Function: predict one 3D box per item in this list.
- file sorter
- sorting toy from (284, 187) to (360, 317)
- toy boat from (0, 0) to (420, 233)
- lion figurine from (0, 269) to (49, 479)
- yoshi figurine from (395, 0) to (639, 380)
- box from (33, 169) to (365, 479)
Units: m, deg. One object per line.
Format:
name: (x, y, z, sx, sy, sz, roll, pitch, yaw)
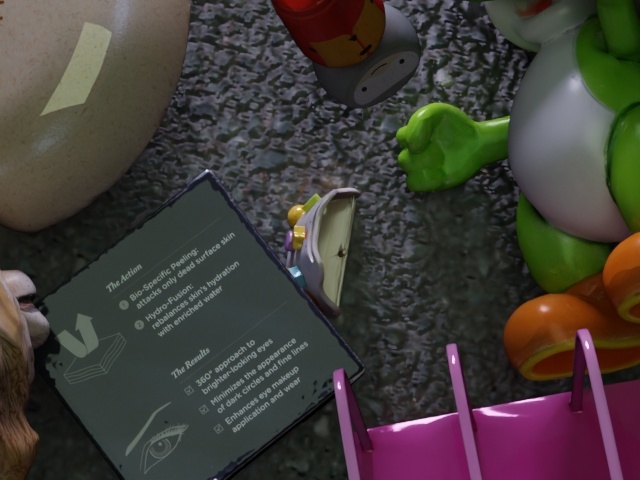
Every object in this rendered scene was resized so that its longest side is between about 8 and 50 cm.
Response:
file sorter: (0.163, 0.154, 0.973, 0.290, 0.182, 0.202, -11, 64, 3)
sorting toy: (0.000, 0.000, 1.088, 0.045, 0.075, 0.083, 10, 79, -3)
toy boat: (-0.104, -0.128, 1.061, 0.318, 0.148, 0.267, 3, 76, 20)
lion figurine: (-0.249, 0.195, 0.969, 0.240, 0.142, 0.392, 39, 108, 20)
yoshi figurine: (0.134, -0.110, 1.061, 0.203, 0.203, 0.362, -12, 68, 8)
box: (-0.083, 0.070, 1.059, 0.156, 0.093, 0.158, -37, 85, -9)
